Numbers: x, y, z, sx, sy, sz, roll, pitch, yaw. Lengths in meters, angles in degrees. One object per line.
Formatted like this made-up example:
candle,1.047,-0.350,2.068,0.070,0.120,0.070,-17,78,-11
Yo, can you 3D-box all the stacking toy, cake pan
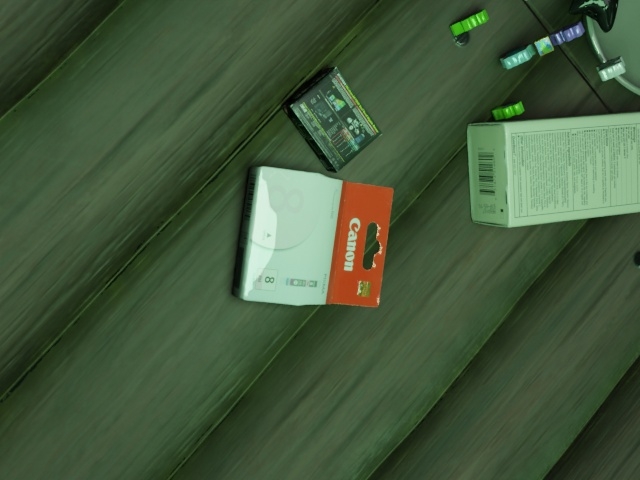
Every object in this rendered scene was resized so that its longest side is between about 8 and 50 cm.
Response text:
stacking toy,0.329,-0.293,1.505,0.221,0.052,0.167,-21,105,20
cake pan,0.548,-0.366,1.609,0.293,0.054,0.293,-1,93,-13

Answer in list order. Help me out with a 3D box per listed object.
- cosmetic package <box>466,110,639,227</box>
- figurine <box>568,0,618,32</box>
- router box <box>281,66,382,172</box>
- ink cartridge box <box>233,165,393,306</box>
cosmetic package,0.390,-0.115,1.559,0.310,0.113,0.160,-6,97,-23
figurine,0.377,-0.444,1.513,0.215,0.092,0.209,21,92,2
router box,0.017,-0.172,1.437,0.092,0.038,0.122,-41,109,-14
ink cartridge box,0.000,0.000,1.440,0.232,0.066,0.189,7,92,-19
